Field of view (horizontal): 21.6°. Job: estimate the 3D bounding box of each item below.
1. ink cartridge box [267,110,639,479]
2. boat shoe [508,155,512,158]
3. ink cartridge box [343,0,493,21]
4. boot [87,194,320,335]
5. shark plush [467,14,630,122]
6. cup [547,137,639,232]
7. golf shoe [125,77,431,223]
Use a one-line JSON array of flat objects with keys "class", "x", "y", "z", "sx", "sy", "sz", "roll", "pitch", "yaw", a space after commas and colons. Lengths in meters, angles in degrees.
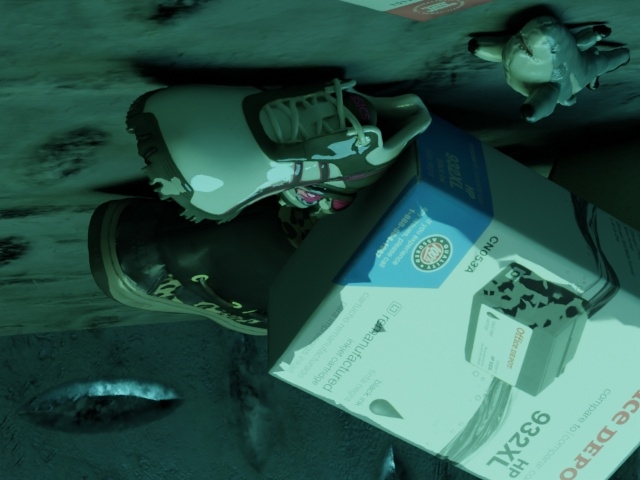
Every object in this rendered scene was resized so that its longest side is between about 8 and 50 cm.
[{"class": "ink cartridge box", "x": 0.141, "y": 0.065, "z": 1.387, "sx": 0.307, "sy": 0.129, "sz": 0.223, "roll": 28, "pitch": 117, "yaw": -18}, {"class": "boat shoe", "x": 0.170, "y": -0.037, "z": 1.675, "sx": 0.073, "sy": 0.073, "sz": 0.207, "roll": -10, "pitch": 171, "yaw": 9}, {"class": "ink cartridge box", "x": 0.033, "y": -0.155, "z": 0.759, "sx": 0.115, "sy": 0.067, "sz": 0.198, "roll": -12, "pitch": 170, "yaw": 37}, {"class": "boot", "x": 0.000, "y": 0.000, "z": 1.618, "sx": 0.284, "sy": 0.138, "sz": 0.377, "roll": -13, "pitch": 164, "yaw": 38}, {"class": "shark plush", "x": 0.179, "y": -0.123, "z": 1.169, "sx": 0.161, "sy": 0.073, "sz": 0.067, "roll": 8, "pitch": 134, "yaw": -45}, {"class": "cup", "x": 0.314, "y": 0.033, "z": 1.604, "sx": 0.237, "sy": 0.331, "sz": 0.331, "roll": 16, "pitch": 173, "yaw": 5}, {"class": "golf shoe", "x": -0.030, "y": -0.081, "z": 1.204, "sx": 0.120, "sy": 0.105, "sz": 0.273, "roll": -29, "pitch": 167, "yaw": 30}]
